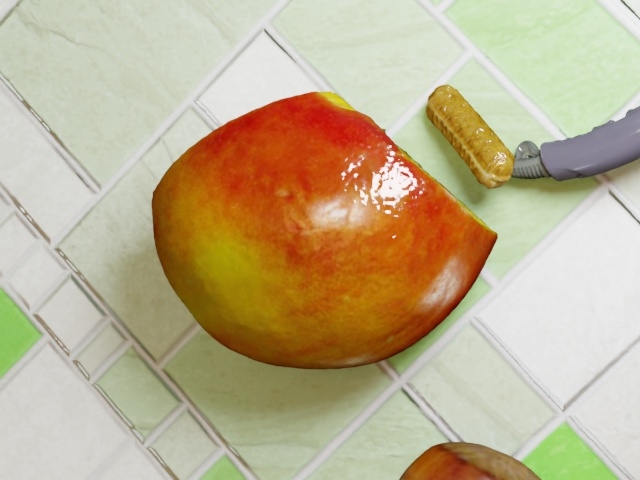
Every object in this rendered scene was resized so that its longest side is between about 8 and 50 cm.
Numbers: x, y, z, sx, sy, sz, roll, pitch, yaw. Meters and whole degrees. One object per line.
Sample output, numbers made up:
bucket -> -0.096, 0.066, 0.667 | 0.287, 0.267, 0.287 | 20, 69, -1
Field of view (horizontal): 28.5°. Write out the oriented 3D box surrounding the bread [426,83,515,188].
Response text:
bread -> 0.177, -0.125, 1.507 | 0.052, 0.044, 0.157 | -51, 53, 25

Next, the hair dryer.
hair dryer -> 0.345, -0.167, 1.450 | 0.361, 0.121, 0.301 | -25, 63, 24

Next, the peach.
peach -> 0.000, 0.000, 1.476 | 0.380, 0.242, 0.306 | -22, 79, 13

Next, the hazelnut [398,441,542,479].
hazelnut -> 0.173, 0.335, 1.448 | 0.214, 0.176, 0.214 | 1, 69, -2
